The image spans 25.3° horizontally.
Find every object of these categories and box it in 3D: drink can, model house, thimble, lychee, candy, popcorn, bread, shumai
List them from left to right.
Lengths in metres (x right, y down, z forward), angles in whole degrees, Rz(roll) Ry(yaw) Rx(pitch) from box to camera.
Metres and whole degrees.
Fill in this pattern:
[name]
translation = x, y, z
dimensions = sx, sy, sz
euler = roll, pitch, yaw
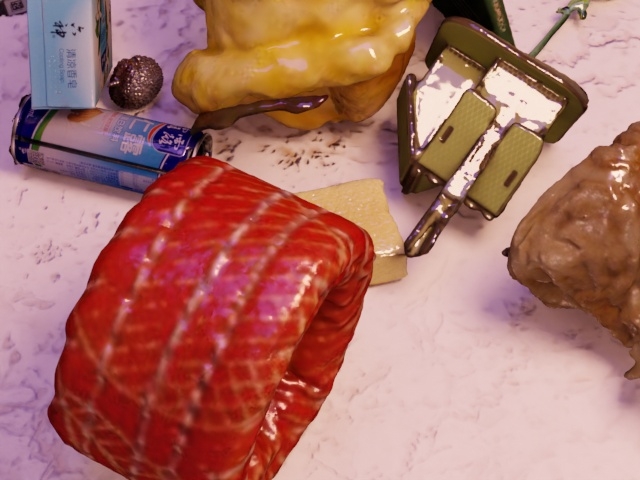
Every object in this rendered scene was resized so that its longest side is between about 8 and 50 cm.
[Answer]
[drink can]
translation = -0.258, -0.114, 1.767
dimensions = 0.235, 0.097, 0.097
euler = 13, 56, 9
[lychee]
translation = -0.241, -0.205, 1.847
dimensions = 0.083, 0.068, 0.067
euler = -16, 13, -32
[thimble]
translation = -0.107, 0.100, 1.482
dimensions = 0.230, 0.350, 0.350
euler = 26, 59, 14
[popcorn]
translation = -0.037, -0.275, 1.752
dimensions = 0.349, 0.349, 0.382
euler = 25, 68, 15
[bread]
translation = -0.001, 0.000, 1.708
dimensions = 0.188, 0.068, 0.125
euler = -12, 56, -8
[model house]
translation = 0.158, -0.092, 1.729
dimensions = 0.205, 0.218, 0.279
euler = 32, 80, 4
[candy]
translation = 0.343, -0.314, 1.937
dimensions = 0.077, 0.073, 0.262
euler = 44, 64, -6
[shumai]
translation = 0.401, 0.018, 1.573
dimensions = 0.314, 0.267, 0.262
euler = -38, 61, -8

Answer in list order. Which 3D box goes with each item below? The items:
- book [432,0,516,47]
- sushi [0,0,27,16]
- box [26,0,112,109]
[book]
translation = 0.155, -0.358, 1.784
dimensions = 0.043, 0.371, 0.260
euler = -35, 61, -1
[sushi]
translation = -0.477, -0.385, 1.990
dimensions = 0.139, 0.031, 0.201
euler = -11, 56, -9
[box]
translation = -0.308, -0.259, 1.776
dimensions = 0.083, 0.143, 0.232
euler = 0, 20, -1
